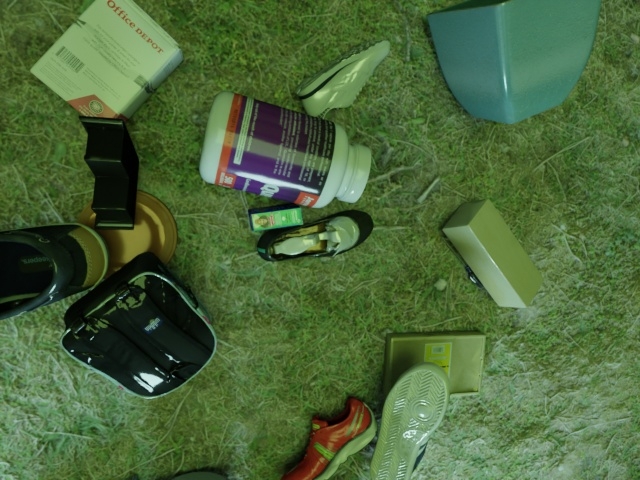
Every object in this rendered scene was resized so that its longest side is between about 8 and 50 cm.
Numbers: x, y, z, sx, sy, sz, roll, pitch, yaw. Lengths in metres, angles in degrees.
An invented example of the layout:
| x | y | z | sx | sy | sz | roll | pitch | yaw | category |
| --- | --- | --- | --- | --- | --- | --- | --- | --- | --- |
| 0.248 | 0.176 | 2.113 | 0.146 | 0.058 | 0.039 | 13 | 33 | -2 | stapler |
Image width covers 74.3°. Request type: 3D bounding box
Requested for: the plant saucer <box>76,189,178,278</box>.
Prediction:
| x | y | z | sx | sy | sz | roll | pitch | yaw | category |
| --- | --- | --- | --- | --- | --- | --- | --- | --- | --- |
| -0.403 | -0.008 | 0.879 | 0.200 | 0.037 | 0.200 | -2 | 98 | -12 | plant saucer |

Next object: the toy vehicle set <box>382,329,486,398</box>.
| x | y | z | sx | sy | sz | roll | pitch | yaw | category |
| --- | --- | --- | --- | --- | --- | --- | --- | --- | --- |
| 0.294 | 0.320 | 1.089 | 0.267 | 0.035 | 0.166 | 2 | 98 | -13 | toy vehicle set |

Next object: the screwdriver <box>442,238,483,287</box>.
| x | y | z | sx | sy | sz | roll | pitch | yaw | category |
| --- | --- | --- | --- | --- | --- | --- | --- | --- | --- |
| 0.366 | 0.055 | 1.081 | 0.170 | 0.024 | 0.025 | 51 | 55 | -8 | screwdriver |

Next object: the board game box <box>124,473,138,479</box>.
| x | y | z | sx | sy | sz | roll | pitch | yaw | category |
| --- | --- | --- | --- | --- | --- | --- | --- | --- | --- |
| -0.461 | 0.636 | 0.945 | 0.194 | 0.060 | 0.194 | -38 | 104 | -5 | board game box |

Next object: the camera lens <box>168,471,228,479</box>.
| x | y | z | sx | sy | sz | roll | pitch | yaw | category |
| --- | --- | --- | --- | --- | --- | --- | --- | --- | --- |
| -0.275 | 0.689 | 0.913 | 0.219 | 0.219 | 0.274 | -3 | 99 | -13 | camera lens |

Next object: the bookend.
| x | y | z | sx | sy | sz | roll | pitch | yaw | category |
| --- | --- | --- | --- | --- | --- | --- | --- | --- | --- |
| -0.391 | -0.117 | 0.779 | 0.072 | 0.156 | 0.157 | 1 | 74 | -13 | bookend |

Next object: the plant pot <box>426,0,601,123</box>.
| x | y | z | sx | sy | sz | roll | pitch | yaw | category |
| --- | --- | --- | --- | --- | --- | --- | --- | --- | --- |
| 0.415 | -0.401 | 0.918 | 0.247 | 0.248 | 0.252 | -23 | 118 | -10 | plant pot |

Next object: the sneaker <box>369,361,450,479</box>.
| x | y | z | sx | sy | sz | roll | pitch | yaw | category |
| --- | --- | --- | --- | --- | --- | --- | --- | --- | --- |
| 0.218 | 0.425 | 1.019 | 0.131 | 0.148 | 0.350 | 27 | 110 | 21 | sneaker |

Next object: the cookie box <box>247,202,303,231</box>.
| x | y | z | sx | sy | sz | roll | pitch | yaw | category |
| --- | --- | --- | --- | --- | --- | --- | --- | --- | --- |
| -0.099 | -0.052 | 0.916 | 0.107 | 0.092 | 0.040 | -9 | 103 | -12 | cookie box |

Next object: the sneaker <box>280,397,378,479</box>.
| x | y | z | sx | sy | sz | roll | pitch | yaw | category |
| --- | --- | --- | --- | --- | --- | --- | --- | --- | --- |
| 0.005 | 0.491 | 1.028 | 0.279 | 0.107 | 0.118 | -38 | 88 | -10 | sneaker |

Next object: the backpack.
| x | y | z | sx | sy | sz | roll | pitch | yaw | category |
| --- | --- | --- | --- | --- | --- | --- | --- | --- | --- |
| -0.338 | 0.172 | 0.834 | 0.225 | 0.191 | 0.253 | -40 | 117 | -6 | backpack |

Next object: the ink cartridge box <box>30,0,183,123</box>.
| x | y | z | sx | sy | sz | roll | pitch | yaw | category |
| --- | --- | --- | --- | --- | --- | --- | --- | --- | --- |
| -0.395 | -0.337 | 0.805 | 0.158 | 0.092 | 0.218 | 42 | 89 | -15 | ink cartridge box |

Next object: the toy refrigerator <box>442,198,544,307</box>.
| x | y | z | sx | sy | sz | roll | pitch | yaw | category |
| --- | --- | --- | --- | --- | --- | --- | --- | --- | --- |
| 0.426 | 0.036 | 1.045 | 0.102 | 0.094 | 0.269 | -47 | 107 | -22 | toy refrigerator |

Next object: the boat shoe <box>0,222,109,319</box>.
| x | y | z | sx | sy | sz | roll | pitch | yaw | category |
| --- | --- | --- | --- | --- | --- | --- | --- | --- | --- |
| -0.646 | 0.074 | 0.751 | 0.500 | 0.156 | 0.187 | -11 | 98 | 1 | boat shoe |

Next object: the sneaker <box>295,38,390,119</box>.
| x | y | z | sx | sy | sz | roll | pitch | yaw | category |
| --- | --- | --- | --- | --- | --- | --- | --- | --- | --- |
| 0.059 | -0.352 | 0.923 | 0.235 | 0.090 | 0.095 | -35 | 117 | -3 | sneaker |

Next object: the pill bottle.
| x | y | z | sx | sy | sz | roll | pitch | yaw | category |
| --- | --- | --- | --- | --- | --- | --- | --- | --- | --- |
| -0.069 | -0.172 | 0.859 | 0.323 | 0.181 | 0.181 | 13 | 95 | -14 | pill bottle |

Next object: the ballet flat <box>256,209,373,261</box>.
| x | y | z | sx | sy | sz | roll | pitch | yaw | category |
| --- | --- | --- | --- | --- | --- | --- | --- | --- | --- |
| 0.000 | 0.000 | 0.944 | 0.280 | 0.096 | 0.095 | -15 | 101 | -11 | ballet flat |
